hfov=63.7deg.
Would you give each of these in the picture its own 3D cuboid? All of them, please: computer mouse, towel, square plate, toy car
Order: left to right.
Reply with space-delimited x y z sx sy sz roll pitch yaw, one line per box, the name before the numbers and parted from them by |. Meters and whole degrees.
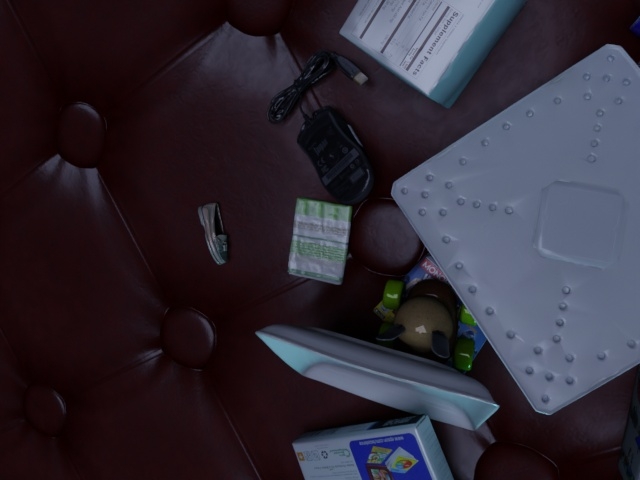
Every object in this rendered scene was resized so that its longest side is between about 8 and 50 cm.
towel | 0.000 0.000 0.974 0.113 0.023 0.152 11 101 15
computer mouse | 0.037 -0.203 0.904 0.184 0.060 0.262 -46 72 25
square plate | 0.098 0.224 0.847 0.347 0.344 0.049 13 68 16
toy car | 0.156 0.143 0.786 0.155 0.188 0.149 9 98 19

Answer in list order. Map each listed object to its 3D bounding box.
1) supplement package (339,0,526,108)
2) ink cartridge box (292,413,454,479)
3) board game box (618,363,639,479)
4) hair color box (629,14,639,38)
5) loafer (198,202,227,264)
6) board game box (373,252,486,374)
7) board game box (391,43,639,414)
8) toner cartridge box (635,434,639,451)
supplement package | 0.173 -0.317 0.723 0.145 0.262 0.204 38 110 10
ink cartridge box | 0.117 0.489 0.937 0.303 0.072 0.307 -25 85 36
board game box | 0.604 0.260 0.769 0.224 0.097 0.303 7 102 17
hair color box | 0.614 -0.250 0.666 0.339 0.110 0.185 46 109 8
loafer | -0.208 -0.015 1.030 0.039 0.045 0.125 -19 90 15
board game box | 0.229 0.118 0.892 0.194 0.060 0.194 45 108 9
board game box | 0.366 -0.021 0.741 0.390 0.050 0.390 -33 79 4
toner cartridge box | 0.621 0.387 0.697 0.165 0.075 0.348 -40 86 23
